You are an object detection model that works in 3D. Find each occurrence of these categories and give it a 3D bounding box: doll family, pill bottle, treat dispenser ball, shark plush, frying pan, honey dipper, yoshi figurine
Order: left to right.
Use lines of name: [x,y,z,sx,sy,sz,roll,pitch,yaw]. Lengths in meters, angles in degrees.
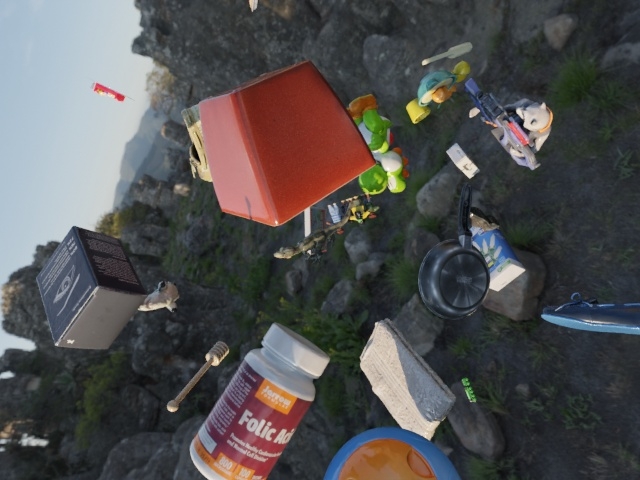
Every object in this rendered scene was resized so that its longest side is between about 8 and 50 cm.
shark plush: [-0.371,0.120,0.950,0.161,0.067,0.073,-123,11,-70]
honey dipper: [-0.217,0.239,0.727,0.030,0.031,0.160,-59,-5,30]
pill bottle: [-0.153,0.440,1.113,0.392,0.224,0.224,-58,25,-7]
doll family: [0.111,-0.094,1.456,0.193,0.076,0.111,-15,96,35]
yoshi figurine: [0.177,-0.321,1.493,0.203,0.203,0.361,-24,97,28]
treat dispenser ball: [0.142,0.521,0.801,0.288,0.289,0.287,-39,44,51]
frying pan: [0.365,0.041,1.000,0.326,0.197,0.053,-59,14,-7]

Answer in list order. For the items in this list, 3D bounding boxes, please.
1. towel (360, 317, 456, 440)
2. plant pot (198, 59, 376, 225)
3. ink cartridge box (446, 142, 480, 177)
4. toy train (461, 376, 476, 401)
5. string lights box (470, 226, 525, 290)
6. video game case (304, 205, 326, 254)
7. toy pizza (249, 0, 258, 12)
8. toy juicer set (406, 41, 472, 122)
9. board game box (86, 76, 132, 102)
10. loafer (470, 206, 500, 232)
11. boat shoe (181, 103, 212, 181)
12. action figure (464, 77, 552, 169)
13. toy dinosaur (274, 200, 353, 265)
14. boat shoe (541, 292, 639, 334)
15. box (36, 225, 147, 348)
towel: [0.207,0.354,1.049,0.282,0.049,0.187,48,132,42]
plant pot: [-0.094,-0.211,0.841,0.267,0.267,0.235,16,134,53]
ink cartridge box: [0.615,-0.344,1.768,0.056,0.135,0.099,-40,46,25]
toy train: [0.511,0.516,1.413,0.017,0.024,0.083,65,-173,-68]
string lights box: [0.652,0.049,1.570,0.133,0.077,0.259,-52,31,33]
video game case: [-0.017,-0.047,1.818,0.285,0.025,0.203,-8,-82,-75]
toy pizza: [-0.123,-0.550,0.783,0.201,0.032,0.201,-172,90,-78]
toy juicer set: [0.391,-0.490,1.270,0.089,0.209,0.329,59,178,9]
board game box: [-0.679,-0.472,1.315,0.169,0.133,0.033,34,101,48]
loafer: [0.557,-0.067,1.435,0.061,0.170,0.062,-45,38,33]
boat shoe: [-0.337,-0.267,1.143,0.104,0.089,0.285,57,153,23]
action figure: [0.595,-0.403,1.286,0.179,0.341,0.330,-40,13,9]
toy dinosaur: [0.000,0.000,1.175,0.064,0.268,0.118,48,167,33]
boat shoe: [0.765,0.203,1.143,0.259,0.109,0.088,2,67,39]
box: [-0.472,0.095,0.840,0.153,0.108,0.207,-50,55,9]
